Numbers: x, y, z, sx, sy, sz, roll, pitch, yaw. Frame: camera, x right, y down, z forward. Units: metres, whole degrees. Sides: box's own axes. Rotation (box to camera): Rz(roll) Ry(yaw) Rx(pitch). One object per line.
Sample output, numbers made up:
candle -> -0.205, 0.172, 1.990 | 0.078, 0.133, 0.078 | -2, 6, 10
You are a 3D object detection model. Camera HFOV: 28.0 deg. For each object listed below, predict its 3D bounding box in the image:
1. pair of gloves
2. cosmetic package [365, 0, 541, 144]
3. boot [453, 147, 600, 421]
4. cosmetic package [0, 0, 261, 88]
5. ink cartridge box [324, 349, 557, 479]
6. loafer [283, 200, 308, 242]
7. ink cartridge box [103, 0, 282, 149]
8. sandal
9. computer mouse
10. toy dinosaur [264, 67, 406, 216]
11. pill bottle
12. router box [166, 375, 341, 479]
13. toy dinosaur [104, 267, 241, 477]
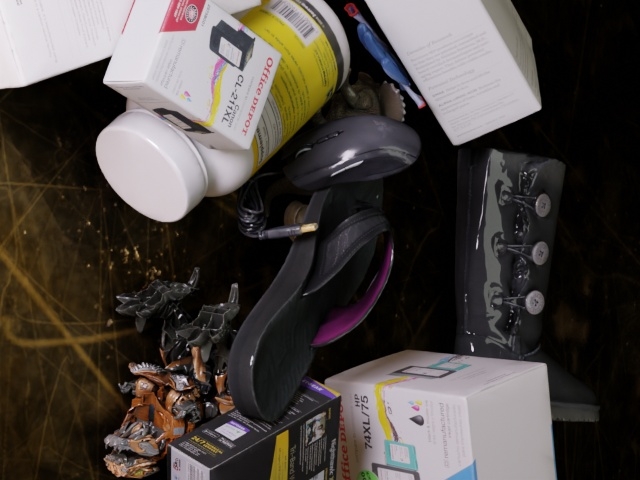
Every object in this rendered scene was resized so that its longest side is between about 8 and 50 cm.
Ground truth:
pair of gloves -> 0.094, -0.269, 1.891 | 0.023, 0.198, 0.159 | -36, 115, 11
cosmetic package -> 0.178, -0.361, 1.914 | 0.385, 0.156, 0.217 | 53, 25, -30
boot -> 0.360, 0.082, 2.186 | 0.367, 0.146, 0.445 | 12, 77, -48
cosmetic package -> -0.268, -0.291, 1.469 | 0.365, 0.197, 0.155 | -27, 110, -42
ink cartridge box -> 0.175, 0.284, 1.884 | 0.197, 0.270, 0.198 | -14, 100, -44
loafer -> 0.000, 0.000, 1.856 | 0.148, 0.050, 0.056 | 54, 54, -32
ink cartridge box -> -0.137, -0.192, 1.425 | 0.175, 0.072, 0.127 | 31, 72, -45
sandal -> 0.020, 0.062, 1.694 | 0.445, 0.107, 0.167 | -62, 146, -39
computer mouse -> 0.003, -0.091, 1.686 | 0.060, 0.262, 0.184 | 74, 12, -48
toy dinosaur -> 0.030, -0.147, 1.839 | 0.160, 0.121, 0.313 | 43, 58, -30
pill bottle -> -0.123, -0.177, 1.627 | 0.334, 0.188, 0.188 | -47, 122, -35
router box -> -0.086, 0.359, 1.682 | 0.243, 0.081, 0.308 | -23, 126, -44
toy dinosaur -> -0.163, 0.163, 1.652 | 0.322, 0.164, 0.218 | -60, 147, -51
